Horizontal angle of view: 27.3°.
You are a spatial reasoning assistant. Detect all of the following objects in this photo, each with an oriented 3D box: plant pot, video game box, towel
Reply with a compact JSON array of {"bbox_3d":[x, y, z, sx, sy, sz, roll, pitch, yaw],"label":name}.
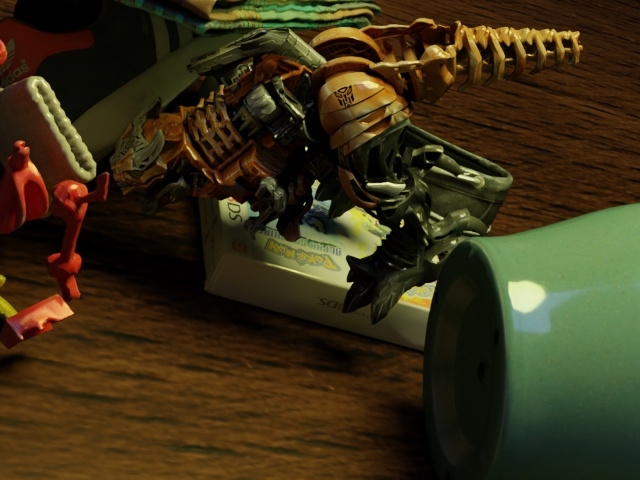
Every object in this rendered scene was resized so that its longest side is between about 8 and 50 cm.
[{"bbox_3d":[0.214,0.092,0.903,0.255,0.271,0.271,4,32,-12],"label":"plant pot"},{"bbox_3d":[0.000,0.000,1.091,0.205,0.048,0.187,16,32,-19],"label":"video game box"},{"bbox_3d":[-0.128,-0.211,1.026,0.272,0.040,0.370,21,15,15],"label":"towel"}]

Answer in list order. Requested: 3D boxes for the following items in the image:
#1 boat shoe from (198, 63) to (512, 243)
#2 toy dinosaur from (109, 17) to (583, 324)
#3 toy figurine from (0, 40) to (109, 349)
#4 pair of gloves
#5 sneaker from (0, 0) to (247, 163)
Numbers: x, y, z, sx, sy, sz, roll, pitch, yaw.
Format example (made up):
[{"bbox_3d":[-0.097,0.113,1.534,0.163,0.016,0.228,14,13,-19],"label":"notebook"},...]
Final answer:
[{"bbox_3d":[0.034,-0.102,1.234,0.306,0.105,0.113,32,27,11],"label":"boat shoe"},{"bbox_3d":[0.022,-0.072,0.937,0.322,0.218,0.164,-4,47,23],"label":"toy dinosaur"},{"bbox_3d":[-0.322,-0.068,0.769,0.217,0.191,0.362,-30,76,-40],"label":"toy figurine"},{"bbox_3d":[-0.236,-0.123,0.873,0.042,0.204,0.240,-34,96,-31],"label":"pair of gloves"},{"bbox_3d":[-0.169,-0.180,1.129,0.148,0.131,0.350,50,26,-8],"label":"sneaker"}]
